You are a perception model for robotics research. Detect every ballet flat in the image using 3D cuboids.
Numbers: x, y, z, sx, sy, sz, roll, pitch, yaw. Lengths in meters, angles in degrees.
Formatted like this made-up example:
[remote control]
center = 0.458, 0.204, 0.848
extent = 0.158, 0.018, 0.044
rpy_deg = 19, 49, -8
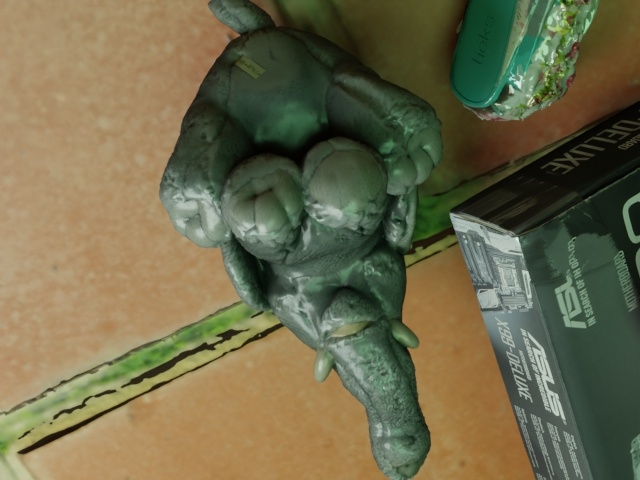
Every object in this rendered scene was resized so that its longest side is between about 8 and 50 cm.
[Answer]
[ballet flat]
center = 0.142, -0.179, 1.025
extent = 0.077, 0.091, 0.241
rpy_deg = -5, 128, -37

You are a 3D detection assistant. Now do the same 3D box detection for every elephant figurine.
[elephant figurine]
center = 0.000, 0.000, 1.064
extent = 0.169, 0.186, 0.239
rpy_deg = 15, 151, 25

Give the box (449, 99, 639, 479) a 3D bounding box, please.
[box]
center = 0.233, 0.063, 1.083
extent = 0.242, 0.076, 0.307
rpy_deg = -29, 116, -21
